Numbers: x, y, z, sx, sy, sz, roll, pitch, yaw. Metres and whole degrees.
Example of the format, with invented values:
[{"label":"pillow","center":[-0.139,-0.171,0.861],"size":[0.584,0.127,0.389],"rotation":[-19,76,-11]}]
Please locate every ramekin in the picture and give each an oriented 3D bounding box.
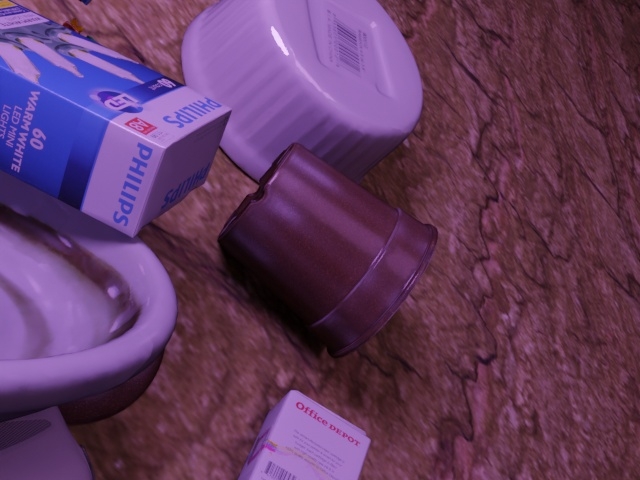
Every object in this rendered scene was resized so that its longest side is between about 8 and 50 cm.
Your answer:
[{"label":"ramekin","center":[-0.009,-0.193,0.932],"size":[0.277,0.135,0.277],"rotation":[26,47,-32]}]

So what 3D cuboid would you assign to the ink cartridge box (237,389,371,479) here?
[{"label":"ink cartridge box","center":[-0.019,0.204,0.693],"size":[0.088,0.052,0.122],"rotation":[34,43,-6]}]

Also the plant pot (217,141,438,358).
[{"label":"plant pot","center":[0.000,0.000,0.795],"size":[0.165,0.167,0.167],"rotation":[39,41,-9]}]

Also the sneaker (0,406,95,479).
[{"label":"sneaker","center":[-0.288,0.136,0.439],"size":[0.331,0.122,0.146],"rotation":[12,38,-41]}]

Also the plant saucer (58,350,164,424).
[{"label":"plant saucer","center":[-0.200,0.045,0.642],"size":[0.199,0.036,0.198],"rotation":[27,46,-32]}]

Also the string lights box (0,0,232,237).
[{"label":"string lights box","center":[-0.213,-0.109,0.603],"size":[0.260,0.076,0.133],"rotation":[26,25,3]}]

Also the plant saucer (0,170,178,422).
[{"label":"plant saucer","center":[-0.282,0.006,0.443],"size":[0.400,0.100,0.400],"rotation":[25,11,-5]}]

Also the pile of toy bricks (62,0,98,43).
[{"label":"pile of toy bricks","center":[-0.223,-0.166,0.730],"size":[0.212,0.118,0.105],"rotation":[47,6,3]}]
